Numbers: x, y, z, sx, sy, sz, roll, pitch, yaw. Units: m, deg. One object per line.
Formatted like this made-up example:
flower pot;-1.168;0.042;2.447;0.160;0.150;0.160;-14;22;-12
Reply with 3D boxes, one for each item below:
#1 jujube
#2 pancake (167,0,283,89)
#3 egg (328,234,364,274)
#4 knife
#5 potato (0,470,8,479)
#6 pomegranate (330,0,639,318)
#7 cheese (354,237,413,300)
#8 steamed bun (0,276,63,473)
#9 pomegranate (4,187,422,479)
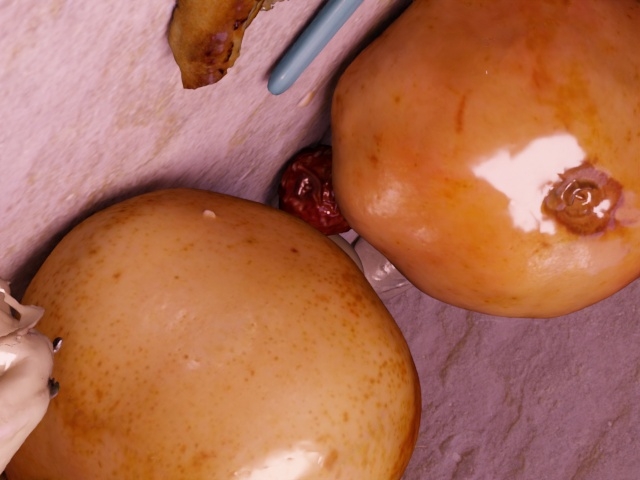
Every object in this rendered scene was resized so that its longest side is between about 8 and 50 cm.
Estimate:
jujube;0.009;-0.062;1.191;0.112;0.109;0.176;-28;171;15
pancake;0.028;-0.249;0.674;0.376;0.054;0.197;-42;170;11
egg;-0.042;0.063;1.267;0.242;0.186;0.186;-7;147;-44
knife;0.018;-0.212;0.824;0.222;0.031;0.064;-46;-165;31
potato;-0.415;0.328;0.793;0.397;0.296;0.290;-29;162;-53
pomegranate;0.215;-0.109;1.024;0.411;0.411;0.411;-40;169;-9
cheese;0.153;0.031;1.904;0.189;0.154;0.198;-26;177;14
steamed bun;-0.307;0.120;0.545;0.280;0.207;0.268;-63;-156;-6
pomegranate;-0.113;0.154;0.862;0.417;0.416;0.416;-40;169;-9
